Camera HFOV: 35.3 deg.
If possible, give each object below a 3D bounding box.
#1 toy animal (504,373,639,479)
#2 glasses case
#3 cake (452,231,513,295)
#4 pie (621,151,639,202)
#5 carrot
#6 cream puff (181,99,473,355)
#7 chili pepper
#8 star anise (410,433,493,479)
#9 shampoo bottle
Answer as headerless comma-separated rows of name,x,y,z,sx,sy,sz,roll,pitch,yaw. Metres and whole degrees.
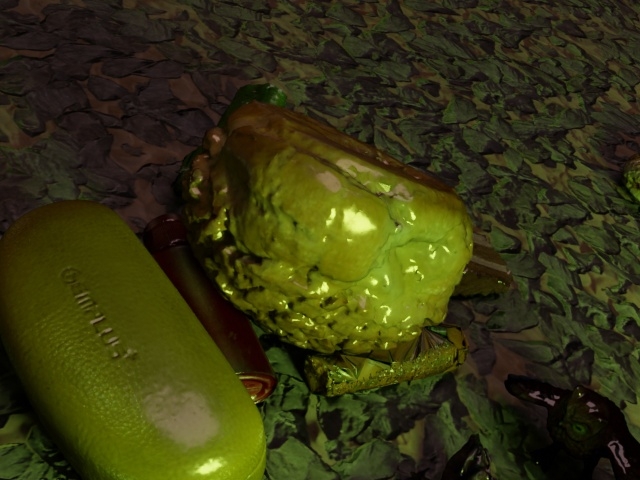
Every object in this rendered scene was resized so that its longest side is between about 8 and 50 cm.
toy animal,0.303,0.202,1.141,0.116,0.179,0.218,-35,62,-22
glasses case,-0.205,0.109,0.978,0.173,0.141,0.371,-29,57,-20
cake,0.137,0.009,1.360,0.295,0.113,0.116,8,41,-30
pie,0.624,-0.090,1.755,0.205,0.084,0.179,25,35,5
carrot,0.082,0.141,1.195,0.228,0.069,0.069,-8,47,-35
cream puff,0.000,0.000,1.102,0.327,0.231,0.343,28,11,1
chili pepper,-0.129,-0.136,1.412,0.085,0.076,0.359,8,31,11
star anise,0.165,0.283,1.066,0.212,0.053,0.157,28,37,9
shampoo bottle,-0.140,0.075,1.150,0.102,0.064,0.260,-1,42,-30
